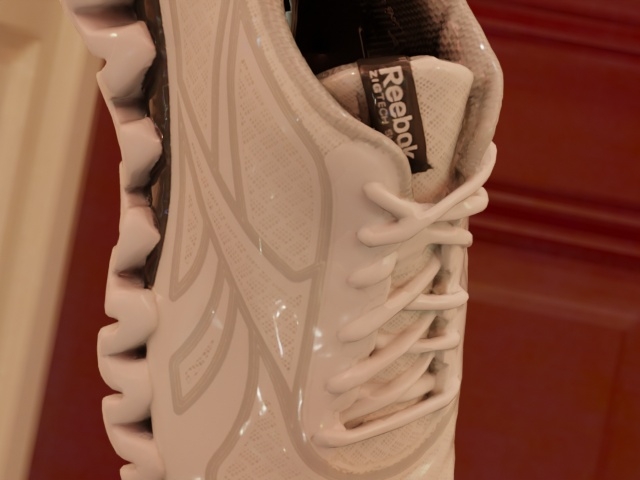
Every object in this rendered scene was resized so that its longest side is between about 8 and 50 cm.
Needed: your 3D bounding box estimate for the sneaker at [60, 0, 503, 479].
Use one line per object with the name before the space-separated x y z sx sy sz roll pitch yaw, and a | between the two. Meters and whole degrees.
sneaker | 0.000 0.000 0.549 0.110 0.292 0.118 -20 15 -41
